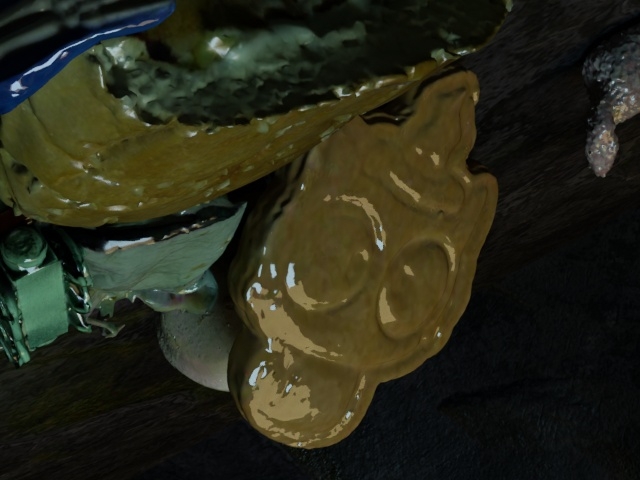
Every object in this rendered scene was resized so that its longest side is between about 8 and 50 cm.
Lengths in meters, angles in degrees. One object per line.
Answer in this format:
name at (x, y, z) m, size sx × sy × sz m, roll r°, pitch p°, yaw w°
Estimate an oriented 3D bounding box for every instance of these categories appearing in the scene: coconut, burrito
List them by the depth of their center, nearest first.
burrito at (-0.145, 0.007, 0.935) m, size 0.143 × 0.089 × 0.229 m, roll -10°, pitch 161°, yaw -16°
coconut at (-0.076, 0.076, 1.182) m, size 0.171 × 0.171 × 0.183 m, roll -33°, pitch 165°, yaw 16°

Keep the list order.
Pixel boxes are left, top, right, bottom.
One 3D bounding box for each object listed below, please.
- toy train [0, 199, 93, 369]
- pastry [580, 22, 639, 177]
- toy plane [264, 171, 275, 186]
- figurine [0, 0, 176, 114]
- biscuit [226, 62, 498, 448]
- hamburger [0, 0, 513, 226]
toy train at (-0.210, 0.014, 0.769) m, size 0.074 × 0.118 × 0.176 m, roll -30°, pitch 164°, yaw -20°
pastry at (0.371, -0.194, 1.227) m, size 0.265 × 0.112 × 0.103 m, roll -38°, pitch 169°, yaw -6°
toy plane at (0.004, 0.001, 1.100) m, size 0.058 × 0.226 × 0.226 m, roll -6°, pitch 138°, yaw 17°
figurine at (-0.185, -0.098, 0.385) m, size 0.262 × 0.164 × 0.121 m, roll -34°, pitch -150°, yaw 0°
biscuit at (0.049, 0.015, 1.014) m, size 0.269 × 0.051 × 0.376 m, roll 22°, pitch 94°, yaw -42°
hamburger at (-0.058, -0.094, 0.568) m, size 0.309 × 0.132 × 0.211 m, roll -26°, pitch 179°, yaw -42°
